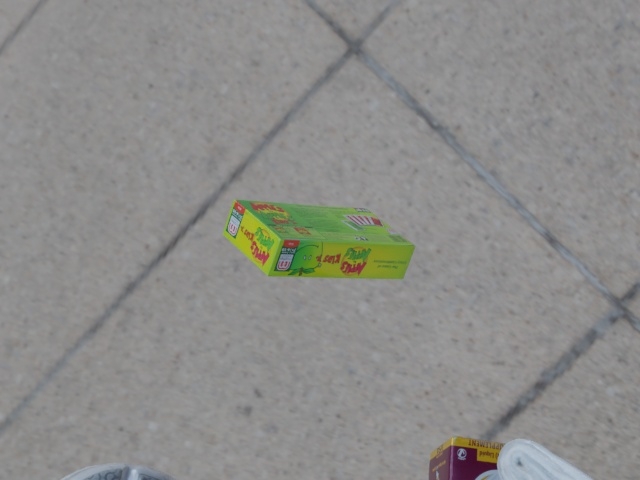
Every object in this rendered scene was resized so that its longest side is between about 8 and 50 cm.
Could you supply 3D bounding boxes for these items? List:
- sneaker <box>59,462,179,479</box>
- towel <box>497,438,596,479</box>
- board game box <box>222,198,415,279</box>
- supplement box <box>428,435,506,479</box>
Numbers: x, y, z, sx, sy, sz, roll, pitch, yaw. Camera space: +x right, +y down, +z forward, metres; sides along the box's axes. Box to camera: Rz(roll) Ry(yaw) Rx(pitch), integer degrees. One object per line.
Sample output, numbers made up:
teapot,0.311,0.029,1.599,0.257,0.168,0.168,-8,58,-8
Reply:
sneaker,-0.027,0.193,0.566,0.105,0.281,0.115,-48,19,-24
towel,0.215,0.199,0.622,0.209,0.285,0.034,32,84,42
board game box,0.000,0.000,1.312,0.092,0.181,0.043,39,117,45
supplement box,0.162,0.298,1.240,0.104,0.081,0.188,9,66,-9
